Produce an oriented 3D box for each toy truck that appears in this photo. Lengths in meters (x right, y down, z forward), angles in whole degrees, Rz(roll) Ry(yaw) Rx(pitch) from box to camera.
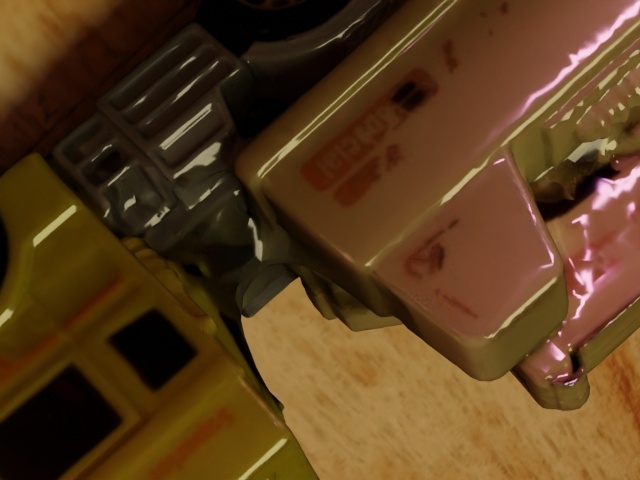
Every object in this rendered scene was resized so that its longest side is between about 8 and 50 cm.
[{"bbox_3d":[0.000,0.000,0.617,0.405,0.254,0.180,-41,150,-11],"label":"toy truck"}]
